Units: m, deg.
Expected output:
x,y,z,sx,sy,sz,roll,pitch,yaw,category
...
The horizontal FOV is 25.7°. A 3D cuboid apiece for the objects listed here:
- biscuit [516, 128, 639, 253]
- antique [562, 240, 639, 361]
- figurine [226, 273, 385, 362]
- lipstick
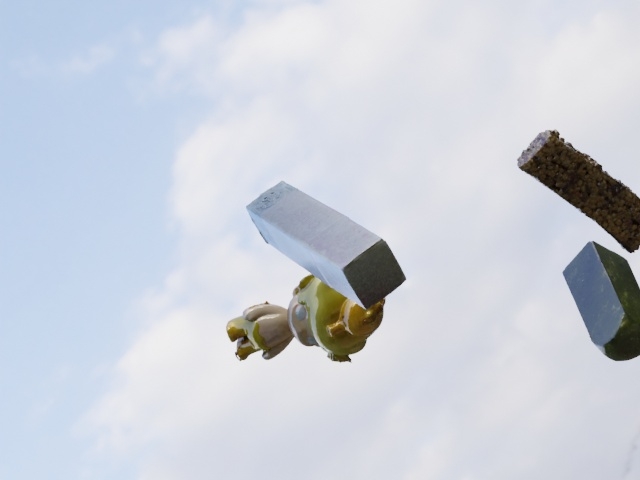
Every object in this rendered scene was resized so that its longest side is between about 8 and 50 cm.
x,y,z,sx,sy,sz,roll,pitch,yaw,category
0.323,-0.059,1.668,0.199,0.034,0.064,34,-79,-21,biscuit
0.462,0.103,2.230,0.080,0.221,0.081,26,-61,-23,antique
-0.014,0.113,2.027,0.131,0.246,0.156,-72,-35,-58,figurine
0.000,0.000,1.717,0.066,0.317,0.068,-35,-65,-11,lipstick
